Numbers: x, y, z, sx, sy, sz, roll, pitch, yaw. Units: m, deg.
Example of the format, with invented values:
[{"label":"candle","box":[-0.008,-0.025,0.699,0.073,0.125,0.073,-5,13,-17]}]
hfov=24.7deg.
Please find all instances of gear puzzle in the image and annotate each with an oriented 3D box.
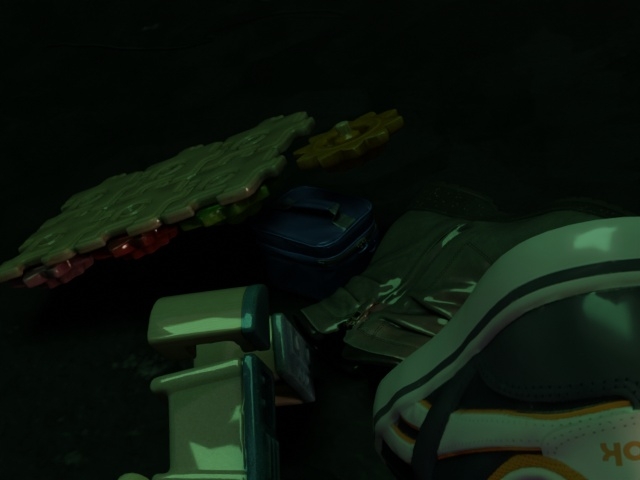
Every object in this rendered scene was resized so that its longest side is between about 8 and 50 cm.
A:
[{"label":"gear puzzle","box":[-0.082,-0.037,1.137,0.339,0.044,0.175,-18,19,24]}]

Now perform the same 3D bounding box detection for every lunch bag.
[{"label":"lunch bag","box":[0.000,0.000,1.083,0.098,0.065,0.067,13,44,41]}]

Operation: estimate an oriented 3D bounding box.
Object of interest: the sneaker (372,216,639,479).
[{"label":"sneaker","box":[0.097,0.104,0.661,0.126,0.321,0.127,-5,70,-7]}]

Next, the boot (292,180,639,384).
[{"label":"boot","box":[0.107,0.047,0.960,0.246,0.083,0.161,11,49,47]}]

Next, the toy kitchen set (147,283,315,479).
[{"label":"toy kitchen set","box":[-0.020,0.139,0.884,0.122,0.166,0.207,-7,68,10]}]

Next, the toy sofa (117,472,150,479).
[{"label":"toy sofa","box":[0.034,0.210,0.577,0.363,0.177,0.150,14,42,24]}]
